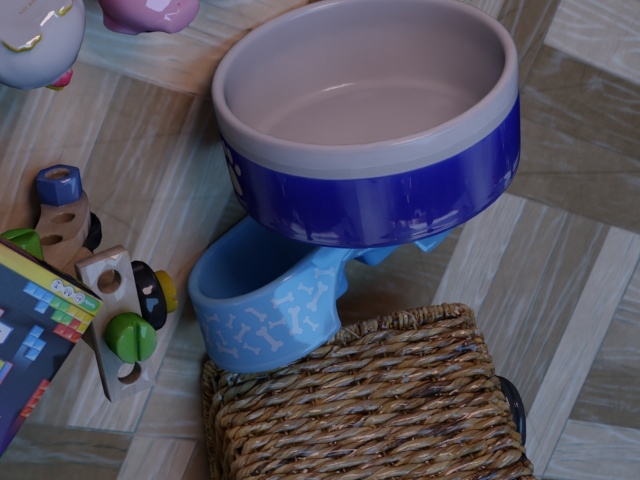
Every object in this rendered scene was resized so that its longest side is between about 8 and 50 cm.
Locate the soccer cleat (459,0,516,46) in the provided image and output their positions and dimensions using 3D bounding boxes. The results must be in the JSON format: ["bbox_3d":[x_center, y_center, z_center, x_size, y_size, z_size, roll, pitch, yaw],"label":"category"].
[{"bbox_3d":[0.127,-0.218,1.540,0.196,0.068,0.076,8,103,-41],"label":"soccer cleat"}]

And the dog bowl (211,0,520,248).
[{"bbox_3d":[0.043,-0.110,1.378,0.265,0.265,0.104,-30,131,-26],"label":"dog bowl"}]

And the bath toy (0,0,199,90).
[{"bbox_3d":[-0.139,-0.232,1.263,0.348,0.151,0.129,-40,176,-20],"label":"bath toy"}]

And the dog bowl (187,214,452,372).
[{"bbox_3d":[0.000,0.000,1.482,0.297,0.166,0.074,-39,121,-19],"label":"dog bowl"}]

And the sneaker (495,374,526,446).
[{"bbox_3d":[0.153,0.279,1.795,0.147,0.104,0.296,3,105,-37],"label":"sneaker"}]

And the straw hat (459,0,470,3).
[{"bbox_3d":[0.133,-0.292,1.470,0.144,0.061,0.144,2,87,-39],"label":"straw hat"}]

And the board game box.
[{"bbox_3d":[-0.259,0.057,1.092,0.170,0.048,0.141,33,88,-34],"label":"board game box"}]

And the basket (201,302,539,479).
[{"bbox_3d":[0.040,0.222,1.611,0.299,0.223,0.213,-13,153,-14],"label":"basket"}]

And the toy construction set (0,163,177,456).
[{"bbox_3d":[-0.251,0.092,1.246,0.257,0.237,0.309,3,110,-42],"label":"toy construction set"}]
